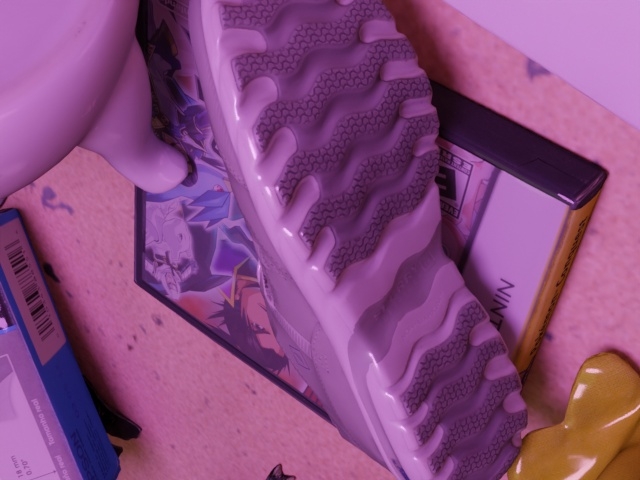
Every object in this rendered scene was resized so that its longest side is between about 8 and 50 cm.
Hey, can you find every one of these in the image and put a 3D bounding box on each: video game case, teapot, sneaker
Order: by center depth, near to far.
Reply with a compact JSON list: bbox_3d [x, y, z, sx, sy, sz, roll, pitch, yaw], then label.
[{"bbox_3d":[-0.004,-0.001,0.492,0.115,0.105,0.281,2,116,51],"label":"sneaker"},{"bbox_3d":[-0.219,-0.113,0.519,0.256,0.252,0.187,62,157,6],"label":"teapot"},{"bbox_3d":[0.000,0.000,0.598,0.275,0.035,0.248,32,137,23],"label":"video game case"},{"bbox_3d":[-0.237,0.129,0.917,0.170,0.051,0.089,47,141,-1],"label":"sneaker"}]

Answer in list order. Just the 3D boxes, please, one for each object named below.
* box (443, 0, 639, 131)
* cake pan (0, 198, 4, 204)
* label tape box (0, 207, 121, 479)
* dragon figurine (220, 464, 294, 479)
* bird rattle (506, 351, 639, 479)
[{"bbox_3d":[0.141,-0.127,0.300,0.182,0.119,0.181,38,139,16],"label":"box"},{"bbox_3d":[-0.360,-0.134,0.830,0.293,0.054,0.293,25,134,29],"label":"cake pan"},{"bbox_3d":[-0.360,0.144,0.823,0.333,0.106,0.241,-20,99,3],"label":"label tape box"},{"bbox_3d":[-0.084,0.253,0.786,0.085,0.144,0.289,55,141,-4],"label":"dragon figurine"},{"bbox_3d":[0.187,0.190,0.500,0.207,0.143,0.254,-3,121,27],"label":"bird rattle"}]
